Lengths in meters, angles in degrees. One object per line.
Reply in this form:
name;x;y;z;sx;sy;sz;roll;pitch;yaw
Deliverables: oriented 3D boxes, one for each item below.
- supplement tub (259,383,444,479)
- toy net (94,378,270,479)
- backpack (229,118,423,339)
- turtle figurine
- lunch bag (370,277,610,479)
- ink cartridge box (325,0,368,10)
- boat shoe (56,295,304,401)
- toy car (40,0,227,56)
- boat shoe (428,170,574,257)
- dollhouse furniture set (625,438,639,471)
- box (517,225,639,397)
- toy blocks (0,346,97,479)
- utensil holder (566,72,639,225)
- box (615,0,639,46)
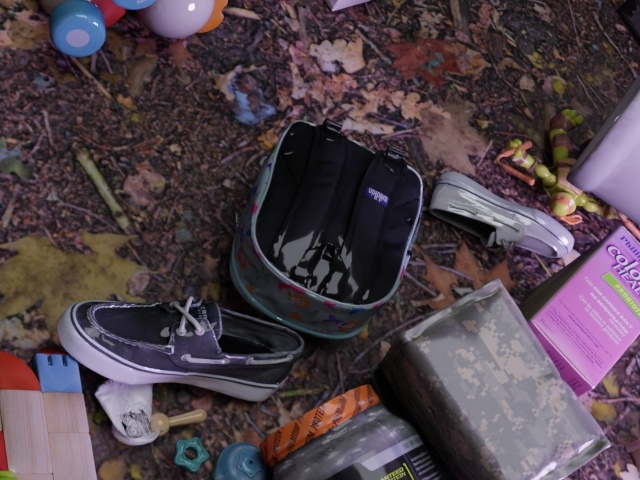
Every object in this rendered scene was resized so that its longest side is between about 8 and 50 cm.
supplement tub;0.068;0.337;1.241;0.194;0.193;0.316;-20;74;-33
toy net;-0.170;0.248;1.269;0.232;0.045;0.122;31;56;-6
backpack;0.000;0.000;1.397;0.225;0.191;0.253;24;48;-10
turtle figurine;0.404;-0.097;1.718;0.269;0.087;0.217;27;47;0
lunch bag;0.185;0.209;1.328;0.169;0.287;0.235;-29;77;-15
ink cartridge box;0.040;-0.439;1.725;0.092;0.090;0.143;-24;77;-34
boat shoe;-0.154;0.112;1.271;0.301;0.102;0.108;19;35;-31
toy car;-0.240;-0.338;1.504;0.238;0.210;0.219;32;33;-42
boat shoe;0.264;-0.018;1.619;0.226;0.083;0.075;26;66;2
dollhouse furniture set;0.560;0.304;1.474;0.212;0.242;0.161;-12;69;-31
box;0.327;0.127;1.475;0.117;0.213;0.243;48;53;5
toy blocks;-0.395;0.187;1.122;0.381;0.191;0.261;8;51;-35
utensil holder;0.602;-0.107;1.537;0.385;0.327;0.327;36;53;5
box;0.700;-0.380;1.894;0.073;0.293;0.295;-22;74;-34
